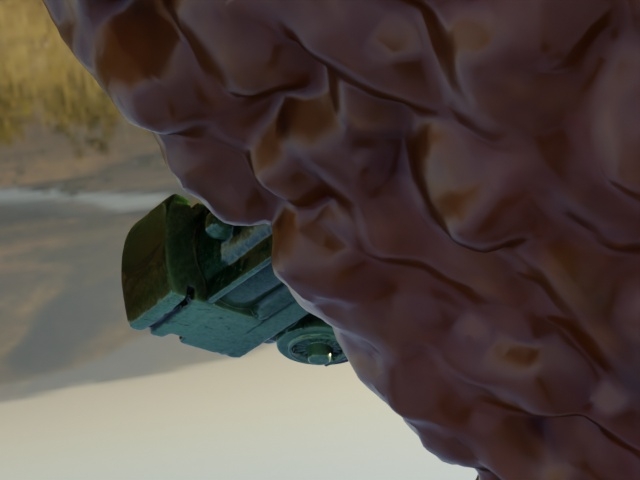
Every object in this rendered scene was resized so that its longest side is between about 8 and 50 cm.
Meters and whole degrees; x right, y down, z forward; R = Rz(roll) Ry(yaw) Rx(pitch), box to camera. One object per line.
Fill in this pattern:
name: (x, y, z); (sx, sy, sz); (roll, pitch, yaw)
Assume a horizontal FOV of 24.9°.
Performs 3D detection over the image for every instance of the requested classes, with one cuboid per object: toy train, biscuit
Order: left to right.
toy train: (0.000, 0.000, 0.610); (0.111, 0.071, 0.170); (18, 147, -30)
biscuit: (0.061, -0.065, 0.343); (0.318, 0.312, 0.110); (-20, -155, 49)
